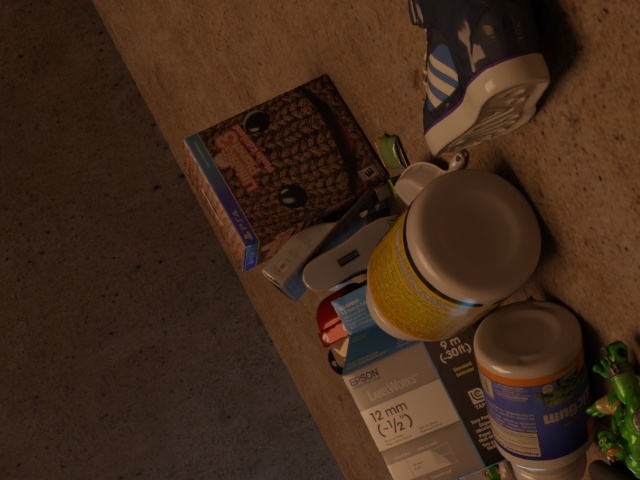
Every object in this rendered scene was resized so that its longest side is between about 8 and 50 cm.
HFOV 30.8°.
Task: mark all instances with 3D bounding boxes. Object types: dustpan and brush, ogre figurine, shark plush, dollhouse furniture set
[{"bbox_3d":[0.186,-0.080,1.782,0.147,0.060,0.211,47,169,12],"label":"dustpan and brush"},{"bbox_3d":[0.400,0.227,1.500,0.118,0.096,0.197,-106,19,-45],"label":"ogre figurine"},{"bbox_3d":[0.370,0.451,2.126,0.161,0.073,0.067,48,-166,-28],"label":"shark plush"},{"bbox_3d":[0.118,-0.100,1.954,0.152,0.058,0.076,67,165,-14],"label":"dollhouse furniture set"}]

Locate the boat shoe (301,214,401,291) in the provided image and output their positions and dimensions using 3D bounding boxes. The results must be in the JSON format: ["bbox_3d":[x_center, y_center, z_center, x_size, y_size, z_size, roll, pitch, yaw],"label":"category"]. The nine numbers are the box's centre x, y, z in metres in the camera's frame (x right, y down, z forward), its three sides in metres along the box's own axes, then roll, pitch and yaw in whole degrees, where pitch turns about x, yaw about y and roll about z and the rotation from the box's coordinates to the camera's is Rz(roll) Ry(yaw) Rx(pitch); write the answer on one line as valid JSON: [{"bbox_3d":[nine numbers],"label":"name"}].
[{"bbox_3d":[0.075,0.023,2.030,0.080,0.228,0.076,59,-174,1],"label":"boat shoe"}]

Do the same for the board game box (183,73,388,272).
[{"bbox_3d":[-0.066,-0.122,2.090,0.232,0.291,0.141,59,165,14],"label":"board game box"}]

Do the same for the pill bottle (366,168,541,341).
[{"bbox_3d":[0.175,0.039,1.691,0.188,0.188,0.334,60,159,10],"label":"pill bottle"}]

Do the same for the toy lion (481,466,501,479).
[{"bbox_3d":[0.321,0.437,2.259,0.100,0.034,0.096,59,172,14],"label":"toy lion"}]

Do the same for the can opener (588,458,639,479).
[{"bbox_3d":[0.460,0.362,1.548,0.280,0.074,0.093,33,148,63],"label":"can opener"}]

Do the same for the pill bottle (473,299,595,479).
[{"bbox_3d":[0.314,0.232,1.672,0.152,0.152,0.272,44,157,52],"label":"pill bottle"}]

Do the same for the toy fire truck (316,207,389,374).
[{"bbox_3d":[0.090,0.090,2.121,0.158,0.217,0.246,-34,77,43],"label":"toy fire truck"}]

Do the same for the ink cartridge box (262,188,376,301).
[{"bbox_3d":[0.000,0.000,2.102,0.066,0.232,0.189,37,175,12],"label":"ink cartridge box"}]

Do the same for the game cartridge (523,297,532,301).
[{"bbox_3d":[0.316,0.122,1.747,0.056,0.017,0.083,63,166,16],"label":"game cartridge"}]

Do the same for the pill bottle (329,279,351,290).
[{"bbox_3d":[0.029,0.029,2.389,0.108,0.108,0.193,57,165,22],"label":"pill bottle"}]

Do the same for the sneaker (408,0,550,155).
[{"bbox_3d":[0.171,-0.251,1.413,0.323,0.130,0.236,117,134,-78],"label":"sneaker"}]

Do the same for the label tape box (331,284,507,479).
[{"bbox_3d":[0.177,0.220,1.921,0.348,0.249,0.115,62,-155,-2],"label":"label tape box"}]
